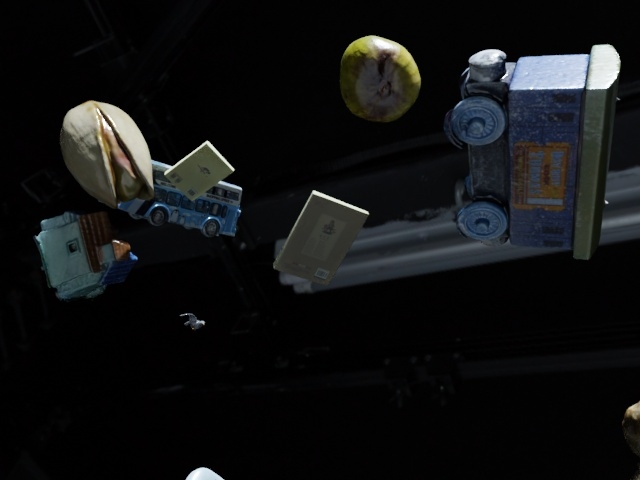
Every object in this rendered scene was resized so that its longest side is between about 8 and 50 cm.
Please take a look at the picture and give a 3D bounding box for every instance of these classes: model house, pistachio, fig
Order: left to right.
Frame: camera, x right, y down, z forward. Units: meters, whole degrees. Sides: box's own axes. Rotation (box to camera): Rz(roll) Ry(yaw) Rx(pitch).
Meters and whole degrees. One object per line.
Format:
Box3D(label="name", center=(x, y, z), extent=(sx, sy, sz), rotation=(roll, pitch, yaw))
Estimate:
Box3D(label="model house", center=(-0.364, 0.015, 0.995), extent=(0.149, 0.119, 0.148), rotation=(-16, -96, 17))
Box3D(label="pistachio", center=(-0.352, -0.145, 0.999), extent=(0.215, 0.144, 0.143), rotation=(50, -46, 29))
Box3D(label="fig", center=(0.097, -0.276, 1.031), extent=(0.136, 0.121, 0.152), rotation=(-25, -95, 18))

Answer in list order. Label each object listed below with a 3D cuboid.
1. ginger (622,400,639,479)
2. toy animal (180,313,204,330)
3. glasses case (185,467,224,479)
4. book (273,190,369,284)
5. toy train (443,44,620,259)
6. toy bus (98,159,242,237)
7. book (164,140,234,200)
Box3D(label="ginger", center=(0.626, 0.432, 0.954), extent=(0.177, 0.375, 0.255), rotation=(0, -67, -18))
Box3D(label="toy animal", center=(-0.300, 0.198, 1.440), extent=(0.050, 0.028, 0.084), rotation=(22, -21, 24))
Box3D(label="glasses case", center=(-0.162, 0.460, 1.030), extent=(0.045, 0.067, 0.178), rotation=(-32, -70, 34))
Box3D(label="book", center=(0.000, 0.000, 1.303), extent=(0.139, 0.016, 0.198), rotation=(20, -66, -22))
Box3D(label="toy train", center=(0.282, -0.114, 0.811), extent=(0.202, 0.131, 0.299), rotation=(4, -46, 23))
Box3D(label="toy bus", center=(-0.311, -0.090, 1.298), extent=(0.106, 0.297, 0.130), rotation=(16, -88, 42))
Box3D(label="book", center=(-0.232, -0.131, 1.155), extent=(0.111, 0.014, 0.077), rotation=(-32, -58, 18))
